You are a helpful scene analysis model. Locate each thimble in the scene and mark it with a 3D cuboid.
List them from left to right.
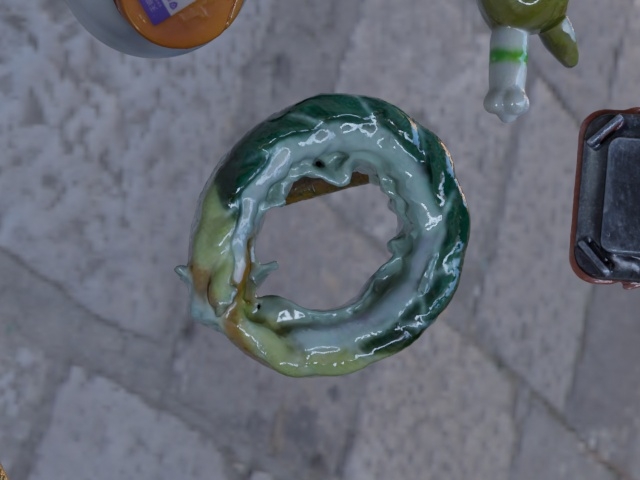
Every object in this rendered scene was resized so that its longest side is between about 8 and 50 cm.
[{"bbox_3d":[0.000,0.000,1.549,0.288,0.167,0.254,-34,90,-7],"label":"thimble"}]

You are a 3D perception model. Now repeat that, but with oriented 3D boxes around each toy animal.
[{"bbox_3d":[0.244,-0.339,1.925,0.181,0.180,0.363,-12,77,-30],"label":"toy animal"}]

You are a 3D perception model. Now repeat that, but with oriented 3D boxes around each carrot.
[{"bbox_3d":[0.014,-0.075,1.987,0.042,0.170,0.042,39,42,-47],"label":"carrot"}]

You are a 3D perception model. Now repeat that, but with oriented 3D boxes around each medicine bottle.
[{"bbox_3d":[-0.144,-0.240,1.295,0.157,0.289,0.157,-7,115,-16],"label":"medicine bottle"}]

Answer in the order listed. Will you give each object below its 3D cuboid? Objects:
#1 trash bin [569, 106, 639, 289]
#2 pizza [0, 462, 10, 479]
[{"bbox_3d":[0.336,-0.031,1.494,0.238,0.184,0.161,8,86,-74],"label":"trash bin"},{"bbox_3d":[-0.385,0.254,1.552,0.193,0.069,0.154,-12,67,-38],"label":"pizza"}]
